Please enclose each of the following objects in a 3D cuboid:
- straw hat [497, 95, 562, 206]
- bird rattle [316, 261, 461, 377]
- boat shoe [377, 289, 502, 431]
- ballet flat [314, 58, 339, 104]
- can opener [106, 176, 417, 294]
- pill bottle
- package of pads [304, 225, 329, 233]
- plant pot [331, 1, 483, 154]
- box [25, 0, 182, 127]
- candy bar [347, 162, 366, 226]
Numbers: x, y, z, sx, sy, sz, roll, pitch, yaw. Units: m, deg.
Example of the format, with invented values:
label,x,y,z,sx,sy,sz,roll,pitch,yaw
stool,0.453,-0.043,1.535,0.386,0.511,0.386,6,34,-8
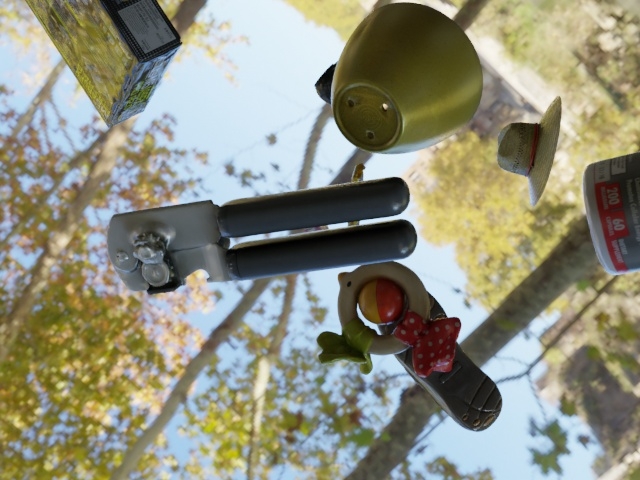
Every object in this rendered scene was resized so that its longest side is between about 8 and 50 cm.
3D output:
label,x,y,z,sx,sy,sz,roll,pitch,yaw
straw hat,0.249,-0.113,1.117,0.061,0.144,0.144,11,-165,4
bird rattle,0.114,0.135,1.537,0.143,0.254,0.206,-4,-96,-58
boat shoe,0.200,0.218,1.738,0.355,0.132,0.130,56,165,-1
ballet flat,0.062,-0.268,1.312,0.049,0.173,0.057,44,-169,-1
can opener,-0.055,-0.008,0.778,0.093,0.280,0.074,-47,-53,-66
pill bottle,0.506,-0.056,1.189,0.161,0.283,0.161,37,-133,-53
package of pads,0.000,0.000,1.566,0.083,0.032,0.050,-7,-102,-78
plant pot,0.062,-0.128,0.793,0.134,0.134,0.095,44,-134,0
box,-0.284,-0.292,1.077,0.270,0.060,0.216,57,154,0
candy bar,0.054,-0.051,1.411,0.018,0.161,0.040,12,-136,9
